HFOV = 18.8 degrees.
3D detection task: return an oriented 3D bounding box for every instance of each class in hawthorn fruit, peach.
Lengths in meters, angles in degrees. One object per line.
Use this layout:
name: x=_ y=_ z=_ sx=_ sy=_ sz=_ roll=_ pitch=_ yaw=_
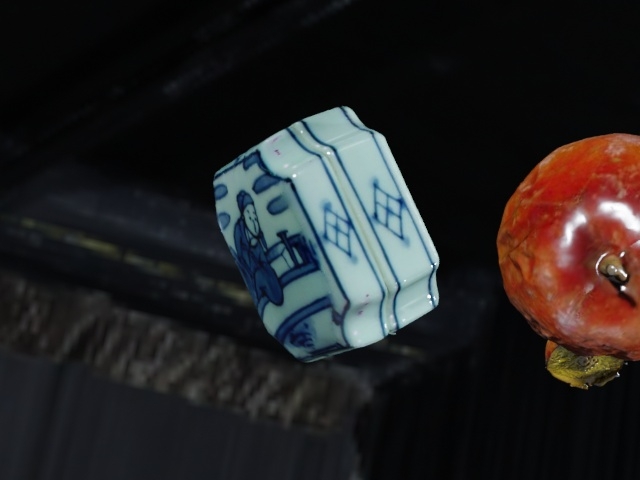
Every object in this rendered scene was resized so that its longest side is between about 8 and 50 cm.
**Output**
hawthorn fruit: x=0.295 y=0.017 z=1.936 sx=0.242 sy=0.242 sz=0.271 roll=10 pitch=10 yaw=3
peach: x=0.302 y=0.121 z=2.202 sx=0.098 sy=0.061 sz=0.098 roll=0 pitch=-39 yaw=0

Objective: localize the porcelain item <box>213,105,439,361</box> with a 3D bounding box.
porcelain item: x=0.000 y=0.000 z=2.386 sx=0.157 sy=0.286 sz=0.281 roll=-25 pitch=2 yaw=-26
